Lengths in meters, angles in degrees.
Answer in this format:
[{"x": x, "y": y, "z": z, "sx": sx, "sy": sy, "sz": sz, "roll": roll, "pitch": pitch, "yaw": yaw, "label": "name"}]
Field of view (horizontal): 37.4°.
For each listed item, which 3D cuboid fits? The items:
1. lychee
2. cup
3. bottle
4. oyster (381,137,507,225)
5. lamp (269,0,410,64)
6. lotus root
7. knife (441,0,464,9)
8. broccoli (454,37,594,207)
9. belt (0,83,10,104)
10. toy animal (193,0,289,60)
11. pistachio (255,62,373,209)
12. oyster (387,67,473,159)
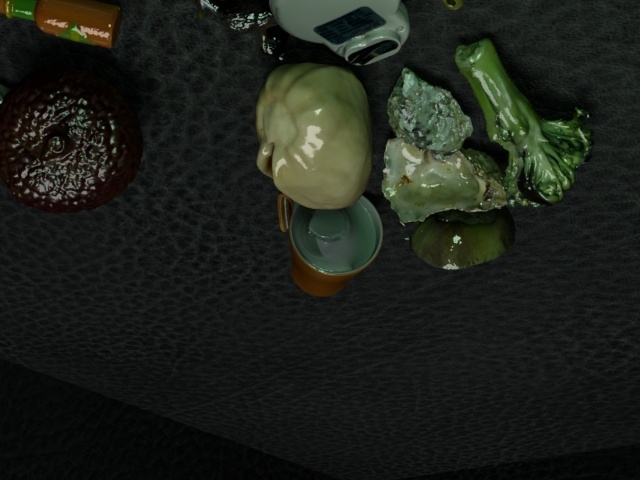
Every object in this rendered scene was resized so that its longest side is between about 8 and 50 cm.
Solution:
[{"x": -0.428, "y": -0.171, "z": 1.615, "sx": 0.261, "sy": 0.260, "sz": 0.260, "roll": 8, "pitch": 152, "yaw": 4, "label": "lychee"}, {"x": 0.000, "y": 0.000, "z": 1.897, "sx": 0.226, "sy": 0.182, "sz": 0.264, "roll": 43, "pitch": 160, "yaw": 8, "label": "cup"}, {"x": -0.403, "y": -0.347, "z": 1.451, "sx": 0.187, "sy": 0.069, "sz": 0.069, "roll": 13, "pitch": 152, "yaw": -3, "label": "bottle"}, {"x": 0.225, "y": -0.109, "z": 1.653, "sx": 0.233, "sy": 0.107, "sz": 0.161, "roll": 11, "pitch": 119, "yaw": 11, "label": "oyster"}, {"x": 0.031, "y": -0.336, "z": 1.286, "sx": 0.179, "sy": 0.108, "sz": 0.246, "roll": -13, "pitch": 152, "yaw": 30, "label": "lamp"}, {"x": 0.255, "y": -0.039, "z": 1.709, "sx": 0.204, "sy": 0.183, "sz": 0.078, "roll": -17, "pitch": 129, "yaw": -9, "label": "lotus root"}, {"x": 0.106, "y": -0.415, "z": 1.196, "sx": 0.061, "sy": 0.027, "sz": 0.343, "roll": -10, "pitch": 144, "yaw": 36, "label": "knife"}, {"x": 0.300, "y": -0.190, "z": 1.465, "sx": 0.304, "sy": 0.165, "sz": 0.145, "roll": 49, "pitch": 167, "yaw": -32, "label": "broccoli"}, {"x": -0.601, "y": -0.271, "z": 1.675, "sx": 0.071, "sy": 0.053, "sz": 0.232, "roll": -17, "pitch": 142, "yaw": 39, "label": "belt"}, {"x": -0.110, "y": -0.333, "z": 1.404, "sx": 0.202, "sy": 0.070, "sz": 0.105, "roll": 21, "pitch": 138, "yaw": -15, "label": "toy animal"}, {"x": -0.001, "y": -0.166, "z": 1.547, "sx": 0.193, "sy": 0.214, "sz": 0.318, "roll": 47, "pitch": 178, "yaw": 26, "label": "pistachio"}, {"x": 0.169, "y": -0.200, "z": 1.535, "sx": 0.177, "sy": 0.064, "sz": 0.125, "roll": 33, "pitch": 124, "yaw": -24, "label": "oyster"}]
